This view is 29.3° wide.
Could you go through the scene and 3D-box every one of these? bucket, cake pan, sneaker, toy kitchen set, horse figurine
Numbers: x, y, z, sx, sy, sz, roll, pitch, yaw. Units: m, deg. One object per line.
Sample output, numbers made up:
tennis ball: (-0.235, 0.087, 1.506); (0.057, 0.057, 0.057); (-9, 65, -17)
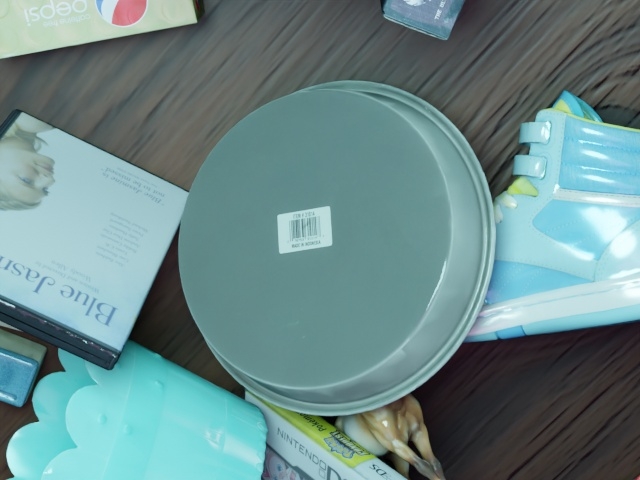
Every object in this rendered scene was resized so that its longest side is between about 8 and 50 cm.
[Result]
bucket: (-0.183, 0.227, 1.100); (0.183, 0.281, 0.281); (26, 109, -16)
cake pan: (0.000, 0.000, 1.034); (0.293, 0.054, 0.293); (-5, 78, 25)
sneaker: (0.171, -0.018, 1.088); (0.319, 0.127, 0.208); (-10, 86, 23)
toy kitchen set: (-0.302, 0.066, 1.095); (0.122, 0.166, 0.207); (22, 109, -7)
horse figurine: (0.068, 0.190, 1.120); (0.066, 0.263, 0.174); (-30, 74, -19)

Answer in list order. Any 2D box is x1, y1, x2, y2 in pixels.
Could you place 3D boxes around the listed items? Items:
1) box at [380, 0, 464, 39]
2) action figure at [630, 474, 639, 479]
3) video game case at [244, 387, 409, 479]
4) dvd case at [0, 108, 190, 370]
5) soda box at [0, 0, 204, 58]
box: (0.111, -0.285, 0.944); (0.059, 0.183, 0.232); (21, 110, -5)
action figure: (0.322, 0.246, 1.215); (0.115, 0.030, 0.038); (-26, 102, 9)
video game case: (0.005, 0.302, 1.143); (0.035, 0.248, 0.274); (-13, 117, -35)
dvd case: (-0.218, -0.010, 1.021); (0.180, 0.253, 0.022); (26, 122, -8)
soda box: (-0.196, -0.205, 1.051); (0.181, 0.058, 0.061); (-9, 110, 5)
